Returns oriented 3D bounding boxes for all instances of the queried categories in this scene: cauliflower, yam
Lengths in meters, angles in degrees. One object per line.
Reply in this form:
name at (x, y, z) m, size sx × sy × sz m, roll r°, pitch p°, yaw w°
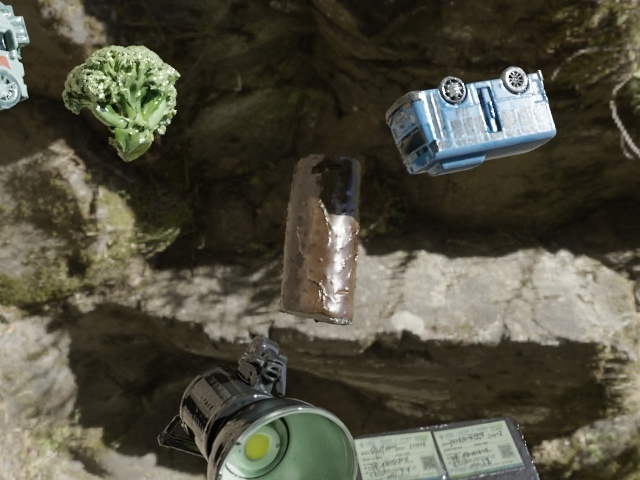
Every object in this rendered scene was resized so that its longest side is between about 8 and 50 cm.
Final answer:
cauliflower at (-0.439, -0.306, 1.554) m, size 0.272 × 0.275 × 0.250 m, roll -30°, pitch -111°, yaw 49°
yam at (0.000, -0.001, 1.106) m, size 0.131 × 0.131 × 0.279 m, roll 83°, pitch 10°, yaw -73°

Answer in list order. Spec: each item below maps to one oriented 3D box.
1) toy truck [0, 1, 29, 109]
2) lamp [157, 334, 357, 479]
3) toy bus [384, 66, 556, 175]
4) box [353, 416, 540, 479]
toy truck at (-0.511, -0.250, 0.842) m, size 0.338 × 0.133 × 0.184 m, roll -7°, pitch 91°, yaw -57°
lamp at (-0.076, 0.196, 0.726) m, size 0.227 × 0.147 × 0.172 m, roll 23°, pitch -93°, yaw 61°
toy bus at (0.233, -0.181, 1.068) m, size 0.116 × 0.234 × 0.133 m, roll 150°, pitch -73°, yaw -73°
box at (0.229, 0.443, 1.255) m, size 0.058 × 0.350 × 0.211 m, roll 101°, pitch -19°, yaw -47°
